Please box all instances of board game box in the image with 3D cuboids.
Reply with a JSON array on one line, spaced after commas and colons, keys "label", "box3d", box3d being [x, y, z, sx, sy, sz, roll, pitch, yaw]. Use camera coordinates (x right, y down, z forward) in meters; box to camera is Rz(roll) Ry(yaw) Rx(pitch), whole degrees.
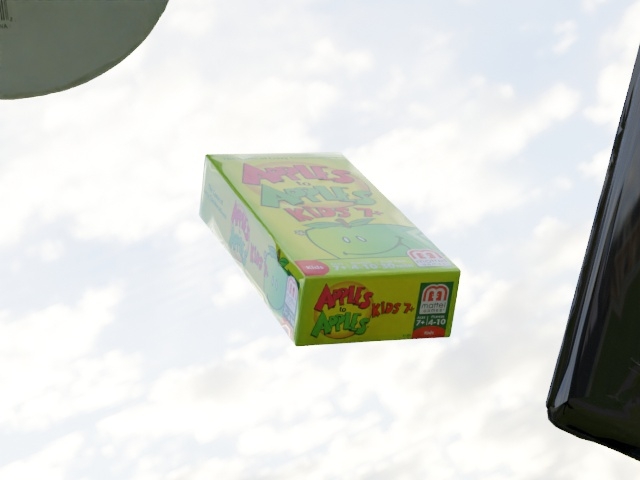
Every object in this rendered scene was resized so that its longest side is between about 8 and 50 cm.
[{"label": "board game box", "box3d": [0.000, 0.000, 0.927, 0.092, 0.181, 0.043, -2, -65, -21]}]

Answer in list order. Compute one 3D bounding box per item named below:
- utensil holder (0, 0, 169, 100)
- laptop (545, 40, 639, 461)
[{"label": "utensil holder", "box3d": [-0.255, -0.349, 1.303, 0.328, 0.385, 0.327, -1, -49, -1]}, {"label": "laptop", "box3d": [0.335, 0.052, 1.057, 0.236, 0.382, 0.408, 8, -28, 23]}]
